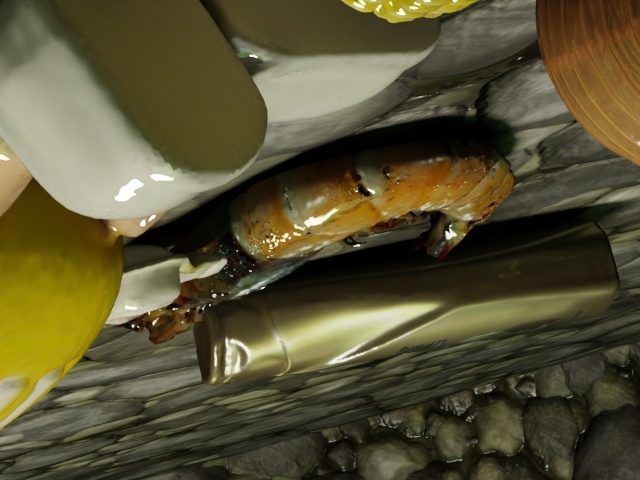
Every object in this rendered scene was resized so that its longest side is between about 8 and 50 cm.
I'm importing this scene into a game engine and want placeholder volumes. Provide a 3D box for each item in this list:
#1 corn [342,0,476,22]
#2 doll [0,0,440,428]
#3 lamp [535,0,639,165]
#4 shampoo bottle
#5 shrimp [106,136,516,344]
[{"bbox_3d":[0.054,-0.130,0.430,0.093,0.093,0.244,-11,170,-17],"label":"corn"},{"bbox_3d":[-0.147,0.002,0.682,0.348,0.161,0.423,-14,165,-29],"label":"doll"},{"bbox_3d":[0.148,-0.091,0.640,0.136,0.136,0.136,-14,169,-3],"label":"lamp"},{"bbox_3d":[0.067,0.051,1.383,0.350,0.084,0.125,-10,170,-21],"label":"shampoo bottle"},{"bbox_3d":[0.000,0.000,1.104,0.290,0.054,0.222,-26,165,31],"label":"shrimp"}]
